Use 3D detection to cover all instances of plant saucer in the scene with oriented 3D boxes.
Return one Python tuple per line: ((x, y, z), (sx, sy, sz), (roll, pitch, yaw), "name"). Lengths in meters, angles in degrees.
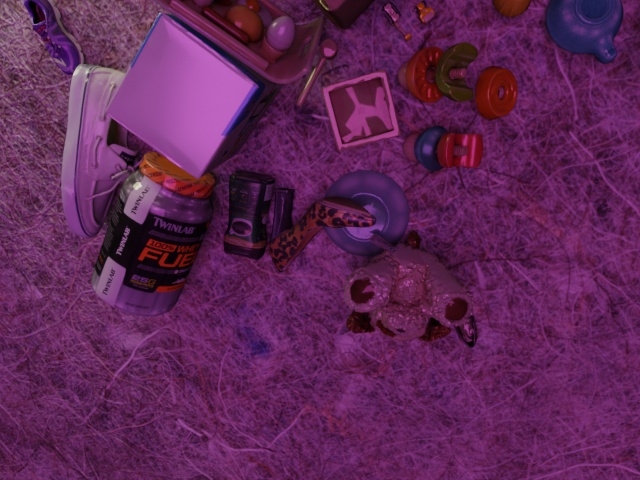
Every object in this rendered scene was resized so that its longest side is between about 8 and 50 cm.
((0.096, -0.053, 1.155), (0.194, 0.037, 0.195), (2, 108, 6), "plant saucer")

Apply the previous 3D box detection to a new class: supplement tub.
((-0.351, -0.014, 1.141), (0.193, 0.194, 0.316), (25, 109, -1), "supplement tub")

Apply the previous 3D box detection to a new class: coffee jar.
((-0.157, -0.052, 1.164), (0.096, 0.079, 0.185), (13, 108, 10), "coffee jar")

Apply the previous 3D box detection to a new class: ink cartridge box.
((-0.218, -0.273, 1.003), (0.197, 0.270, 0.198), (36, 108, -6), "ink cartridge box")

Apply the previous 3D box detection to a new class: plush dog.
((0.175, 0.124, 1.144), (0.262, 0.211, 0.226), (9, 128, 1), "plush dog")

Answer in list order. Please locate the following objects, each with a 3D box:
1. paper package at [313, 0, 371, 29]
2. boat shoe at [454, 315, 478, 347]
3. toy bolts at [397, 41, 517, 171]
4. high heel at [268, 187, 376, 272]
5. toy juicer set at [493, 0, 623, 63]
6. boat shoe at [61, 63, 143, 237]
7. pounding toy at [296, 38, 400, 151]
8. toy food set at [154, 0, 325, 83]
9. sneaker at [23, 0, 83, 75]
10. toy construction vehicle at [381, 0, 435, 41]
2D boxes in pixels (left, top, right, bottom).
((0.087, -0.527, 0.865), (0.325, 0.309, 0.168), (-42, 98, 16), "paper package")
((0.316, 0.168, 1.188), (0.056, 0.049, 0.152), (-24, 102, 14), "boat shoe")
((0.250, -0.249, 1.051), (0.218, 0.158, 0.229), (1, 100, -35), "toy bolts")
((0.000, 0.000, 1.121), (0.261, 0.093, 0.187), (15, 106, 36), "high heel")
((0.501, -0.439, 0.964), (0.328, 0.089, 0.209), (33, 96, 5), "toy juicer set")
((-0.444, -0.178, 1.145), (0.156, 0.136, 0.368), (9, 98, 1), "boat shoe")
((0.046, -0.289, 1.056), (0.180, 0.094, 0.206), (-13, 105, 10), "pounding toy")
((-0.135, -0.427, 0.933), (0.306, 0.220, 0.092), (31, 133, -20), "toy food set")
((-0.559, -0.421, 1.106), (0.068, 0.071, 0.170), (-25, 103, 14), "sneaker")
((0.165, -0.448, 1.029), (0.086, 0.035, 0.098), (-42, 101, 6), "toy construction vehicle")
